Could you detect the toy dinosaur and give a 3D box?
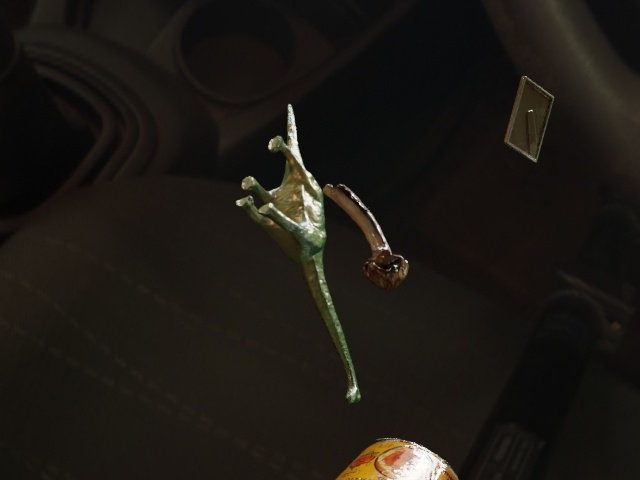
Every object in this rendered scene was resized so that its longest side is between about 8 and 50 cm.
[{"bbox_3d":[0.000,0.000,1.865,0.301,0.087,0.447,41,41,-30],"label":"toy dinosaur"}]

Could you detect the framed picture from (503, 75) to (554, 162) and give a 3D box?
[{"bbox_3d":[0.256,-0.148,1.476,0.066,0.006,0.089,25,77,-41],"label":"framed picture"}]

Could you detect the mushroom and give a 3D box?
[{"bbox_3d":[0.064,-0.009,1.693,0.060,0.061,0.187,-33,63,8],"label":"mushroom"}]

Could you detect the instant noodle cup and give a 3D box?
[{"bbox_3d":[0.088,0.379,1.593,0.215,0.216,0.172,34,39,9],"label":"instant noodle cup"}]
